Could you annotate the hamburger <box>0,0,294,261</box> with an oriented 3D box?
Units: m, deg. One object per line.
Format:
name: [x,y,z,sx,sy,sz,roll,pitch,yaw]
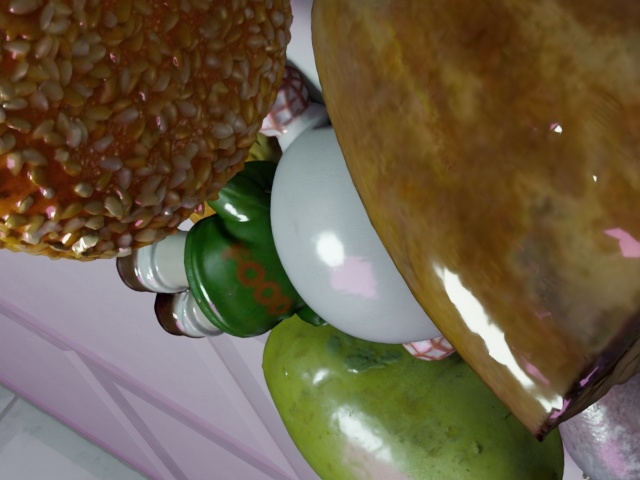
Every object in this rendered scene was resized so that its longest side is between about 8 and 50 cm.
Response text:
hamburger: [-0.181,-0.154,1.234,0.250,0.330,0.330,13,151,50]

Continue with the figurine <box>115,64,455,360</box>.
figurine: [0.000,0.000,1.414,0.370,0.167,0.281,-13,122,41]

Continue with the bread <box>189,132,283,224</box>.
bread: [-0.056,-0.065,1.602,0.210,0.099,0.235,11,144,51]

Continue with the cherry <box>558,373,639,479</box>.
cherry: [0.232,0.143,1.546,0.148,0.115,0.188,21,176,-25]

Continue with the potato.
potato: [0.083,0.164,1.741,0.304,0.216,0.216,32,162,9]

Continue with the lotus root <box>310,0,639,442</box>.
lotus root: [0.158,-0.093,0.901,0.250,0.316,0.316,52,168,18]
